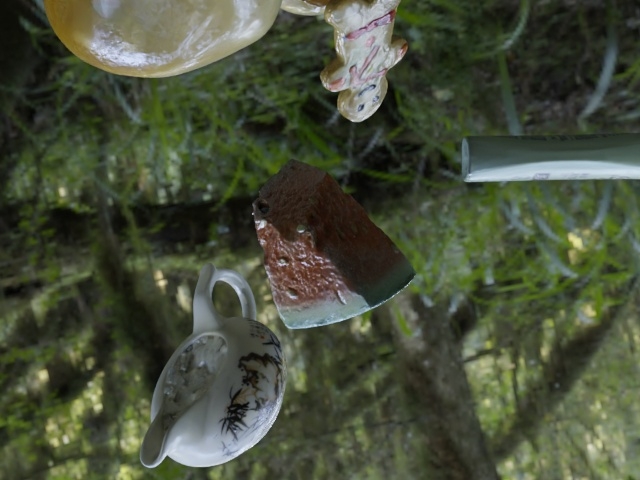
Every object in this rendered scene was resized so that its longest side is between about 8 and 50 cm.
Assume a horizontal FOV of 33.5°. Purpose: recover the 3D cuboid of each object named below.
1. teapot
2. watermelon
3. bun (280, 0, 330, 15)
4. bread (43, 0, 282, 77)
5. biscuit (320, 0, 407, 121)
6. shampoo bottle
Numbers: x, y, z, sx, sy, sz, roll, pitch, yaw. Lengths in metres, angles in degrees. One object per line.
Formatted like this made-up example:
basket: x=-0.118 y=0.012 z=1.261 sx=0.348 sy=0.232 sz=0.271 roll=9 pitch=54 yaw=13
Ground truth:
teapot: x=-0.143 y=0.178 z=1.421 sx=0.166 sy=0.300 sz=0.208 roll=24 pitch=145 yaw=-30
watermelon: x=0.000 y=0.000 z=1.620 sx=0.193 sy=0.257 sz=0.139 roll=-32 pitch=-171 yaw=-35
bun: x=-0.025 y=-0.537 z=1.799 sx=0.299 sy=0.299 sz=0.164 roll=-18 pitch=-151 yaw=-40
bread: x=-0.208 y=-0.396 z=1.318 sx=0.348 sy=0.376 sz=0.253 roll=17 pitch=-145 yaw=16
biscuit: x=0.065 y=-0.266 z=1.531 sx=0.153 sy=0.234 sz=0.030 roll=-26 pitch=-128 yaw=-25
shampoo bottle: x=0.416 y=-0.137 z=1.737 sx=0.359 sy=0.078 sz=0.134 roll=-1 pitch=-177 yaw=3
